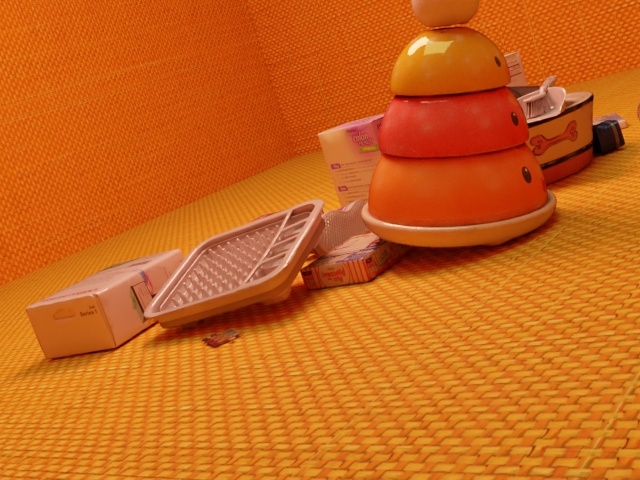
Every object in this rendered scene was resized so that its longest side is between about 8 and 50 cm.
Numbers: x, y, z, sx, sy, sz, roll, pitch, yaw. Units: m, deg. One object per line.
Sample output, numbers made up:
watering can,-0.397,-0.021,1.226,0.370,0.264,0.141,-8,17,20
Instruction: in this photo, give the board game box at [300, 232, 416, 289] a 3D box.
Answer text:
board game box,0.075,0.030,1.594,0.146,0.045,0.193,-11,13,38

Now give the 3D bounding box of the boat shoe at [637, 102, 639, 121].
boat shoe,0.752,-0.265,1.824,0.098,0.109,0.302,-18,16,-5

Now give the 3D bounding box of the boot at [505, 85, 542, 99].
boot,0.457,-0.333,1.979,0.136,0.077,0.198,-13,24,3

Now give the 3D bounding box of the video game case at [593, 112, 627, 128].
video game case,0.705,-0.295,2.284,0.201,0.023,0.183,-15,11,15

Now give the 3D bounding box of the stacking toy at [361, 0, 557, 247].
stacking toy,0.227,-0.248,1.492,0.350,0.480,0.351,-6,17,2

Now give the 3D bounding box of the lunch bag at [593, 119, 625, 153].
lunch bag,0.651,-0.238,1.951,0.065,0.067,0.098,-18,9,0

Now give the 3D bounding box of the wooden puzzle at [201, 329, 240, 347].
wooden puzzle,-0.163,0.163,1.419,0.049,0.006,0.083,-23,11,-24

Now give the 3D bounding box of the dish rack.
dish rack,-0.146,0.055,1.594,0.332,0.072,0.286,-17,25,29

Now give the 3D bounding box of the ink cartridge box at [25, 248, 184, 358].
ink cartridge box,-0.422,0.127,1.745,0.201,0.117,0.278,-13,11,30

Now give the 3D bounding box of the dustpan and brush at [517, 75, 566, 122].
dustpan and brush,0.459,-0.297,1.779,0.147,0.060,0.211,-10,14,37

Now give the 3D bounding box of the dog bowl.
dog bowl,0.432,-0.207,1.943,0.407,0.151,0.408,-17,11,3

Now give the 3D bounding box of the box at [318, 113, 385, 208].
box,0.130,-0.158,1.942,0.117,0.243,0.213,-25,11,-31

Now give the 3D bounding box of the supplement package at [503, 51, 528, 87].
supplement package,0.465,-0.370,2.421,0.198,0.263,0.199,-23,12,-24

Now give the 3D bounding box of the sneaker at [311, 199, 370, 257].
sneaker,0.000,0.001,1.785,0.161,0.102,0.282,-22,1,23

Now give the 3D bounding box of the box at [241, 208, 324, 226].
box,-0.143,-0.017,2.193,0.200,0.057,0.293,-13,12,32
